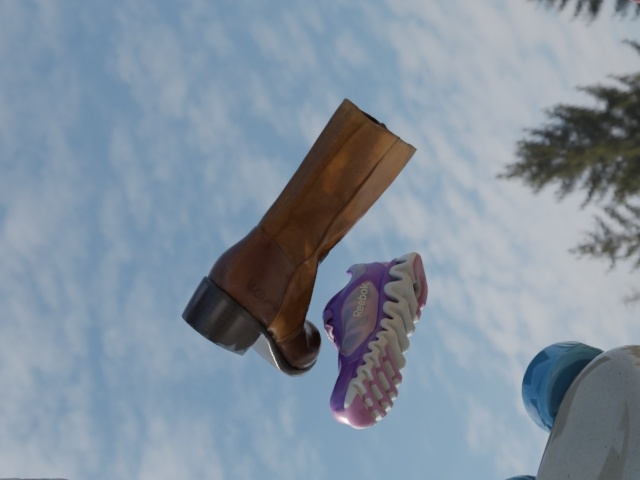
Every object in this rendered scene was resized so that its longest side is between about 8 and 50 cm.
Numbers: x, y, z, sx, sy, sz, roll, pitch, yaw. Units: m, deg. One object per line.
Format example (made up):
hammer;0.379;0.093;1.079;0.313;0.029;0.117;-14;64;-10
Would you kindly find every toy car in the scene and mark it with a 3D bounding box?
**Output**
toy car;0.267;0.195;0.734;0.238;0.219;0.210;18;-89;-16

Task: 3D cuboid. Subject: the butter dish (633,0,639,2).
butter dish;0.368;-0.345;1.166;0.118;0.160;0.160;46;-164;-8

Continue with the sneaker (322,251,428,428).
sneaker;0.046;0.111;1.248;0.095;0.104;0.236;73;-149;-44

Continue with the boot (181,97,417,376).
boot;0.000;0.000;1.161;0.096;0.280;0.264;38;-178;34

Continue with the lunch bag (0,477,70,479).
lunch bag;-0.431;0.419;1.312;0.120;0.293;0.258;95;173;-83
